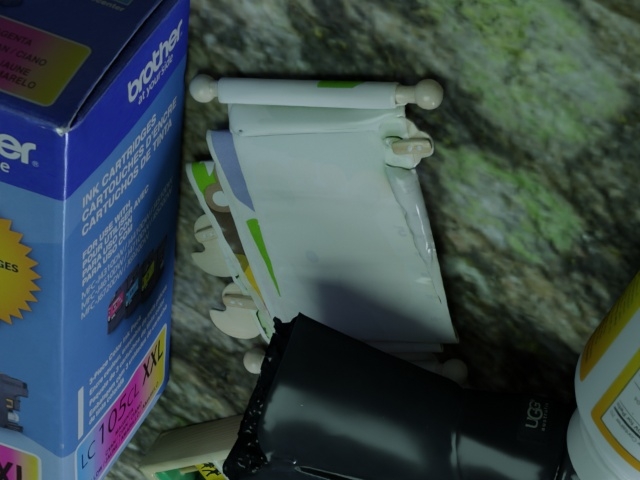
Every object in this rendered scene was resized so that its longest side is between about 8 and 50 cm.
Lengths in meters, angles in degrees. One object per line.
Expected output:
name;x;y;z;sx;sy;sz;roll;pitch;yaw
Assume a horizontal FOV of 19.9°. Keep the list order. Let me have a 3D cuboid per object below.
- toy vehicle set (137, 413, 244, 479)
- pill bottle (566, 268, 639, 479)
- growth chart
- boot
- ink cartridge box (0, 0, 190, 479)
toy vehicle set;0.018;0.220;1.222;0.166;0.035;0.267;-17;120;39
pill bottle;0.202;0.053;0.905;0.117;0.117;0.215;29;138;2
growth chart;0.000;0.000;1.038;0.172;0.021;0.237;9;133;23
boot;0.047;0.154;1.084;0.207;0.094;0.246;16;136;5
ink cartridge box;-0.226;-0.049;1.028;0.270;0.151;0.395;20;135;11
